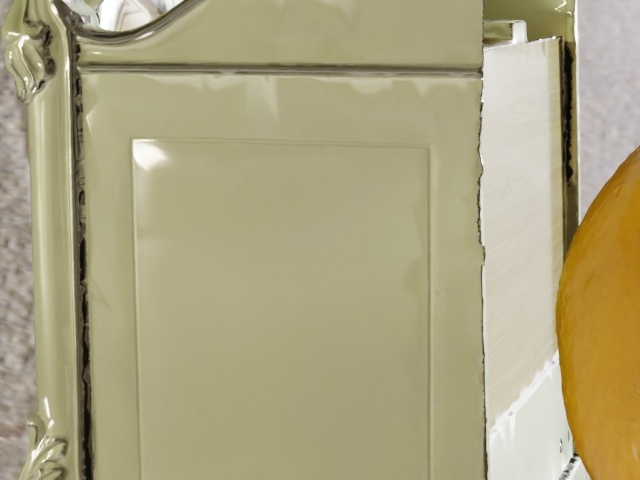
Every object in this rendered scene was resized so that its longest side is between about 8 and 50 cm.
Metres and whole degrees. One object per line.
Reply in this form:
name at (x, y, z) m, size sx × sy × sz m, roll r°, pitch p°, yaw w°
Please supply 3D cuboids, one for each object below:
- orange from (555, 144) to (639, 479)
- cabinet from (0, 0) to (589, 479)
orange at (0.138, 0.020, 0.467) m, size 0.156 × 0.156 × 0.134 m, roll -47°, pitch 141°, yaw -22°
cabinet at (0.000, 0.000, 0.867) m, size 0.290 × 0.227 × 0.318 m, roll -26°, pitch 116°, yaw -70°
